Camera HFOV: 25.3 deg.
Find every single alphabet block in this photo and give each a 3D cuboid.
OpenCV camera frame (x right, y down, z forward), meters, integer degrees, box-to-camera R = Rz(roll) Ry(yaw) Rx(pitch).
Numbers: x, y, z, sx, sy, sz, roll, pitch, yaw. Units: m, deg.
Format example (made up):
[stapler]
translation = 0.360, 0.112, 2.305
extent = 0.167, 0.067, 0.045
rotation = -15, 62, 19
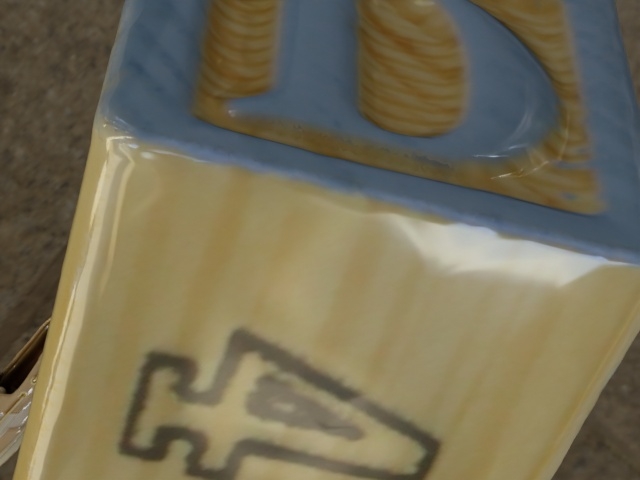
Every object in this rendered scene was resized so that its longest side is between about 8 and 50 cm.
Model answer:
[alphabet block]
translation = 0.000, 0.000, 0.560
extent = 0.194, 0.197, 0.192
rotation = 15, 40, -8

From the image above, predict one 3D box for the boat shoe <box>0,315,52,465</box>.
[boat shoe]
translation = -0.256, 0.128, 1.156
extent = 0.170, 0.063, 0.059
rotation = -46, 120, -9
